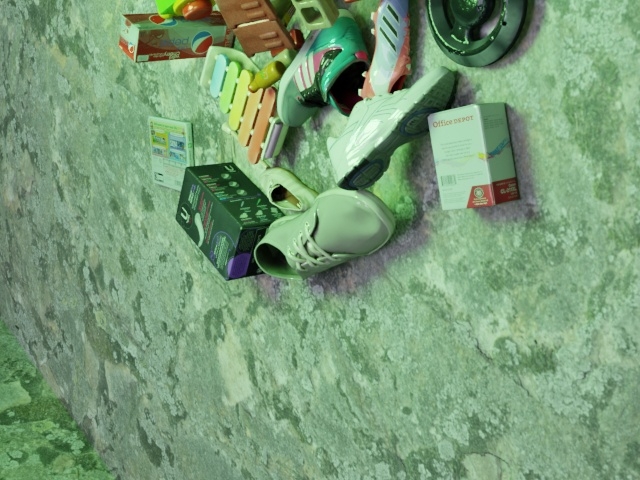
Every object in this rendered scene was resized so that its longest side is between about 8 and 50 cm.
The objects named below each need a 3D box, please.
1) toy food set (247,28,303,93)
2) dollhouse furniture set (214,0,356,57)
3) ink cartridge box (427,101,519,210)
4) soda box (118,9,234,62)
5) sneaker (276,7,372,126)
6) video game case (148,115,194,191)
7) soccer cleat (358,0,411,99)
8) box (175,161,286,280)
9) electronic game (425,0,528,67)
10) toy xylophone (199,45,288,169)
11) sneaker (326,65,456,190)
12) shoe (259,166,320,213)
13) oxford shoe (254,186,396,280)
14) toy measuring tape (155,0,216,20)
[{"bbox_3d":[-0.115,-0.439,1.953,0.104,0.111,0.232,-24,74,45],"label":"toy food set"},{"bbox_3d":[0.003,-0.495,1.726,0.373,0.201,0.152,-2,140,32],"label":"dollhouse furniture set"},{"bbox_3d":[0.268,-0.147,1.578,0.127,0.072,0.175,-4,97,53],"label":"ink cartridge box"},{"bbox_3d":[-0.335,-0.481,2.110,0.092,0.263,0.084,44,132,37],"label":"soda box"},{"bbox_3d":[0.017,-0.301,1.831,0.296,0.123,0.179,-58,46,42],"label":"sneaker"},{"bbox_3d":[-0.411,-0.240,2.485,0.212,0.023,0.194,18,114,50],"label":"video game case"},{"bbox_3d":[0.140,-0.362,1.690,0.095,0.083,0.248,26,121,23],"label":"soccer cleat"},{"bbox_3d":[-0.220,-0.050,2.187,0.270,0.143,0.165,45,131,36],"label":"box"},{"bbox_3d":[0.261,-0.411,1.530,0.229,0.048,0.230,23,120,48],"label":"electronic game"},{"bbox_3d":[-0.172,-0.300,2.104,0.322,0.081,0.236,44,132,37],"label":"toy xylophone"},{"bbox_3d":[0.120,-0.225,1.662,0.297,0.111,0.129,-40,59,20],"label":"sneaker"},{"bbox_3d":[-0.080,-0.113,2.057,0.219,0.058,0.077,30,123,45],"label":"shoe"},{"bbox_3d":[0.000,0.000,1.887,0.169,0.130,0.449,49,149,-14],"label":"oxford shoe"},{"bbox_3d":[-0.242,-0.575,1.976,0.330,0.121,0.122,-24,81,40],"label":"toy measuring tape"}]
